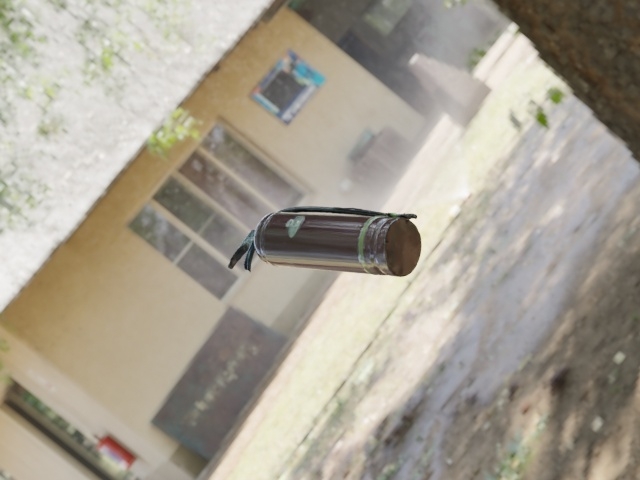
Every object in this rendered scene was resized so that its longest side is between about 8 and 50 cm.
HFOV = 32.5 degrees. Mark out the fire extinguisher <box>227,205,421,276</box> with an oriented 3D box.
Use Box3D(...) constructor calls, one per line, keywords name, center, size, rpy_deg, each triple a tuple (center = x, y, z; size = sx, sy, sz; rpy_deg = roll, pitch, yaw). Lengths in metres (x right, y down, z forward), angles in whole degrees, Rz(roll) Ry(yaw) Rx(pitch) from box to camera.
Box3D(name="fire extinguisher", center=(0.000, 0.000, 0.815), size=(0.158, 0.043, 0.064), rpy_deg=(4, 59, 41))
